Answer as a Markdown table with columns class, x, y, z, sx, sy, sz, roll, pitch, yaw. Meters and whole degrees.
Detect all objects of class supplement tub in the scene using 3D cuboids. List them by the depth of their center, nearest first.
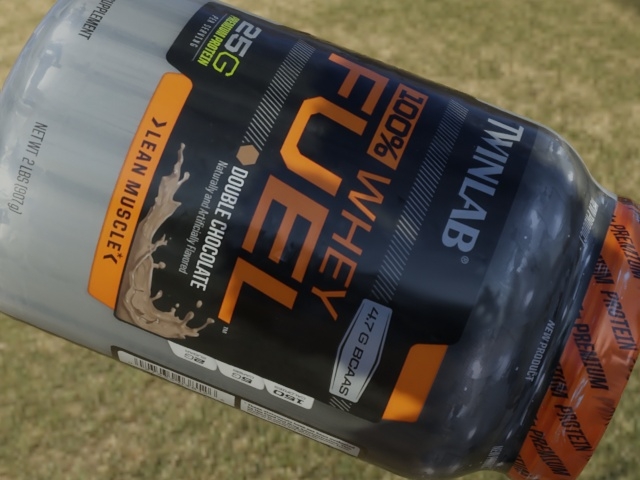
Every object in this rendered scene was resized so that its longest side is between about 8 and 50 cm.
| class | x | y | z | sx | sy | sz | roll | pitch | yaw |
| --- | --- | --- | --- | --- | --- | --- | --- | --- | --- |
| supplement tub | 0.000 | 0.000 | 0.720 | 0.338 | 0.207 | 0.207 | 21 | 27 | 4 |
